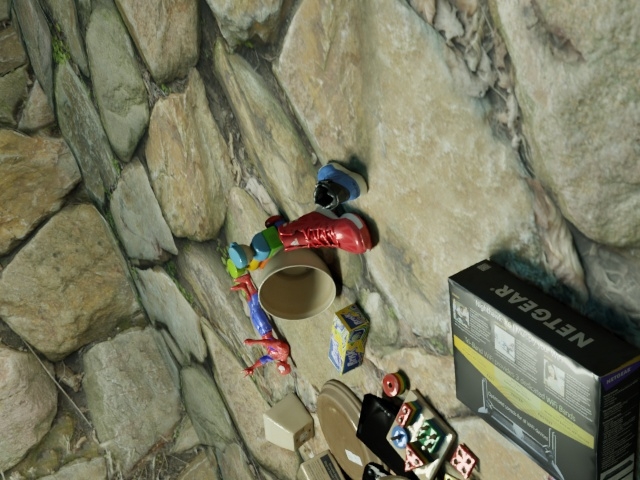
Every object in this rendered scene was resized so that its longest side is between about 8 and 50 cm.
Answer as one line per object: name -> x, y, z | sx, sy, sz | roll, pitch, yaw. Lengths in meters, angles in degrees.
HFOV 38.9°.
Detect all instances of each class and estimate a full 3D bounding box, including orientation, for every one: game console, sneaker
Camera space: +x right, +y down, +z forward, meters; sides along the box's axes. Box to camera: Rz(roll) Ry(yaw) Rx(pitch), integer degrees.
game console -> 0.143, 0.507, 1.902 | 0.213, 0.044, 0.361 | 36, 127, 44
sneaker -> 0.013, -0.099, 1.674 | 0.152, 0.085, 0.058 | 29, 137, 56
sneaker -> 0.000, 0.000, 1.738 | 0.221, 0.128, 0.087 | 16, 127, 63

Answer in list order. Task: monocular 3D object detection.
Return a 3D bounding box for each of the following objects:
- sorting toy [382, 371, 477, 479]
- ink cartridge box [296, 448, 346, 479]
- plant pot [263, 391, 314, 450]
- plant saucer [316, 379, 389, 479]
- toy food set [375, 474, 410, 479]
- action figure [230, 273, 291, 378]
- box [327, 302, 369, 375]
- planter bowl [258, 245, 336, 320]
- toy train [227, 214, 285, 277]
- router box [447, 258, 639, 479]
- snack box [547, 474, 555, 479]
sorting toy -> 0.185, 0.386, 1.741 | 0.274, 0.046, 0.132 | 46, 126, 39
ink cartridge box -> 0.023, 0.648, 2.302 | 0.193, 0.088, 0.234 | 59, 166, 16
plant pot -> -0.077, 0.490, 2.406 | 0.096, 0.109, 0.109 | 31, 140, 35
plant saucer -> 0.068, 0.461, 2.138 | 0.278, 0.041, 0.277 | 46, 149, 39
toy food set -> 0.192, 0.633, 1.762 | 0.306, 0.092, 0.219 | 44, 135, 40
action figure -> -0.180, 0.240, 2.353 | 0.280, 0.139, 0.091 | 57, 157, 15
box -> 0.058, 0.210, 1.905 | 0.059, 0.054, 0.169 | 52, 154, 31
planter bowl -> -0.054, 0.076, 1.922 | 0.109, 0.162, 0.162 | -99, 6, -49
toy train -> -0.151, 0.047, 2.089 | 0.105, 0.143, 0.248 | 61, 156, 14
router box -> 0.313, 0.199, 1.306 | 0.309, 0.081, 0.242 | 37, 143, 50
snack box -> 0.390, 0.406, 1.388 | 0.100, 0.037, 0.141 | 44, 148, 40
